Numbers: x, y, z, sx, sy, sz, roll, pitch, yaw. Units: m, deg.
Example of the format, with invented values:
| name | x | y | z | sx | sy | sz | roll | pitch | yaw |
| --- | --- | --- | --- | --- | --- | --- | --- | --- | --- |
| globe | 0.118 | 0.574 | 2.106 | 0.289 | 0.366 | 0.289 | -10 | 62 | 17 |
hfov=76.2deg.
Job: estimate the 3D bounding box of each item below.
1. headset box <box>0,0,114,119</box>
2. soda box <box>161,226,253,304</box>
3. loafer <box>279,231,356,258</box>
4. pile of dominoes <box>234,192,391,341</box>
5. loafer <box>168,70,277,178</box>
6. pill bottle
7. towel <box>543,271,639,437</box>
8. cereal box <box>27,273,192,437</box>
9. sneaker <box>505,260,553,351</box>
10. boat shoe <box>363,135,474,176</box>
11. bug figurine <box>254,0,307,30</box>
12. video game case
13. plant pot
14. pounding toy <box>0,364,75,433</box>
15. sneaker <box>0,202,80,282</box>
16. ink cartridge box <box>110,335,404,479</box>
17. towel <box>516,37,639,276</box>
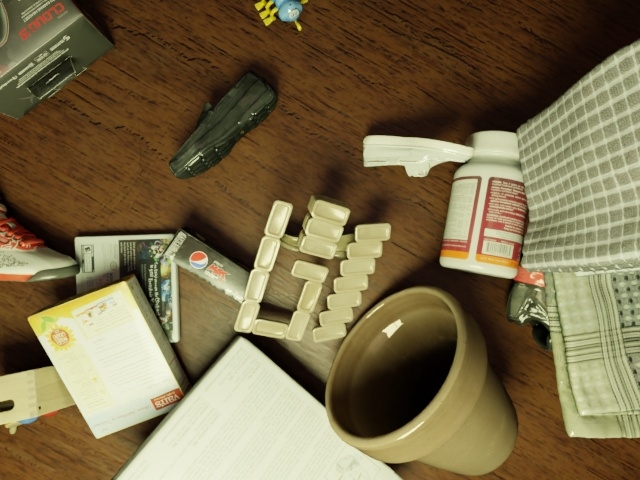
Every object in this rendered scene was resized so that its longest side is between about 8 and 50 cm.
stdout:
| name | x | y | z | sx | sy | sz | roll | pitch | yaw |
| --- | --- | --- | --- | --- | --- | --- | --- | --- | --- |
| headset box | -0.510 | -0.364 | 0.660 | 0.218 | 0.110 | 0.293 | -37 | 91 | 0 |
| soda box | -0.174 | 0.045 | 0.688 | 0.169 | 0.060 | 0.053 | 35 | 90 | -9 |
| loafer | 0.000 | 0.000 | 0.703 | 0.148 | 0.056 | 0.050 | 8 | 90 | -11 |
| pile of dominoes | -0.015 | 0.052 | 0.673 | 0.196 | 0.040 | 0.251 | 15 | 108 | -17 |
| loafer | -0.172 | -0.194 | 0.689 | 0.223 | 0.076 | 0.078 | -44 | 86 | -4 |
| pill bottle | 0.273 | -0.056 | 0.668 | 0.121 | 0.121 | 0.221 | 11 | 88 | -1 |
| towel | 0.502 | 0.126 | 0.607 | 0.312 | 0.056 | 0.324 | -2 | 80 | -3 |
| cereal box | -0.344 | 0.196 | 0.684 | 0.173 | 0.047 | 0.240 | -20 | 103 | 1 |
| sneaker | 0.439 | 0.138 | 0.687 | 0.276 | 0.097 | 0.135 | 23 | 90 | 1 |
| boat shoe | 0.154 | -0.137 | 0.671 | 0.184 | 0.066 | 0.063 | 10 | 105 | 23 |
| bug figurine | -0.010 | -0.500 | 0.683 | 0.279 | 0.072 | 0.216 | -33 | 91 | 0 |
| video game case | -0.337 | 0.085 | 0.715 | 0.173 | 0.022 | 0.190 | -2 | 90 | 0 |
| plant pot | 0.174 | 0.239 | 0.633 | 0.229 | 0.263 | 0.263 | 42 | 90 | -20 |
| pounding toy | -0.492 | 0.269 | 0.673 | 0.141 | 0.130 | 0.100 | -12 | 79 | -1 |
| sneaker | -0.532 | -0.014 | 0.671 | 0.270 | 0.090 | 0.144 | 5 | 92 | 6 |
| ink cartridge box | -0.090 | 0.393 | 0.644 | 0.385 | 0.091 | 0.308 | 42 | 68 | -3 |
| towel | 0.349 | -0.077 | 0.487 | 0.121 | 0.283 | 0.234 | -5 | 82 | -7 |
